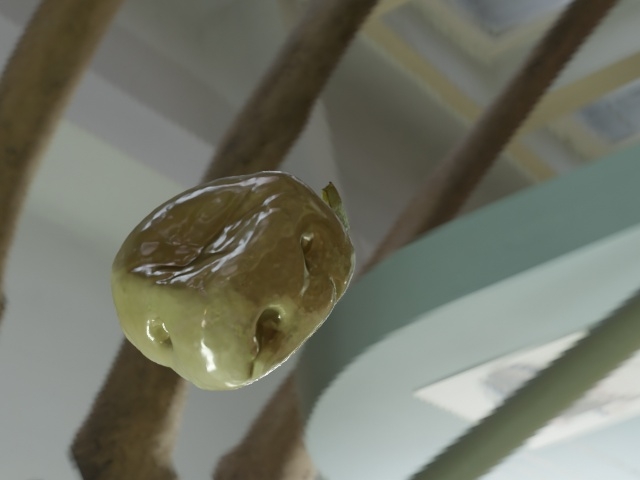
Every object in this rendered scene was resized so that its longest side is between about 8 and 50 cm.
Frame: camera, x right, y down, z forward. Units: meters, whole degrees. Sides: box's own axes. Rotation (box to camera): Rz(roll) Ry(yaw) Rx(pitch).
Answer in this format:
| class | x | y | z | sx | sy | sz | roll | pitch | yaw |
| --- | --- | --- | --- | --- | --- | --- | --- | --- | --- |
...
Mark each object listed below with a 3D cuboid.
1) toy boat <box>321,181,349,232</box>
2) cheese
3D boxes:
| class | x | y | z | sx | sy | sz | roll | pitch | yaw |
| --- | --- | --- | --- | --- | --- | --- | --- | --- | --- |
| toy boat | 0.000 | 0.000 | 2.252 | 0.066 | 0.172 | 0.065 | 25 | -147 | 14 |
| cheese | -0.086 | 0.036 | 1.494 | 0.218 | 0.235 | 0.117 | -102 | -15 | -53 |
